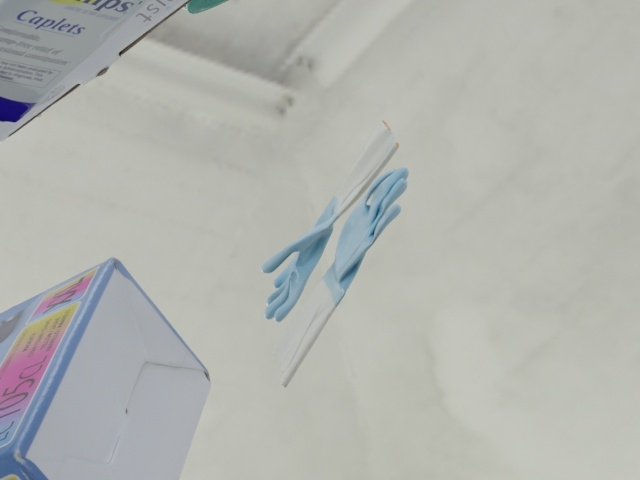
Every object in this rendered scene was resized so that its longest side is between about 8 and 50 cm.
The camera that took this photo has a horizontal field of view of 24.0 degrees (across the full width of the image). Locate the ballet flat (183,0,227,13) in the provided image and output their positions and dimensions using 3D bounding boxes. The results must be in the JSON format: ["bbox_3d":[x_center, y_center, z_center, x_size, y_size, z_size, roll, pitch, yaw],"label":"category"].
[{"bbox_3d":[-0.086,-0.347,1.881,0.231,0.077,0.077,-19,-27,-24],"label":"ballet flat"}]

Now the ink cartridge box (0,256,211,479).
[{"bbox_3d":[-0.303,0.205,1.154,0.395,0.270,0.151,-28,-69,21],"label":"ink cartridge box"}]

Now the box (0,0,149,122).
[{"bbox_3d":[-0.146,-0.146,0.716,0.137,0.126,0.072,-35,-27,32],"label":"box"}]

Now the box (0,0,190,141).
[{"bbox_3d":[-0.274,-0.267,1.458,0.262,0.231,0.127,-33,-35,17],"label":"box"}]

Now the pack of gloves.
[{"bbox_3d":[0.000,0.000,1.447,0.046,0.195,0.232,29,-75,-15],"label":"pack of gloves"}]
